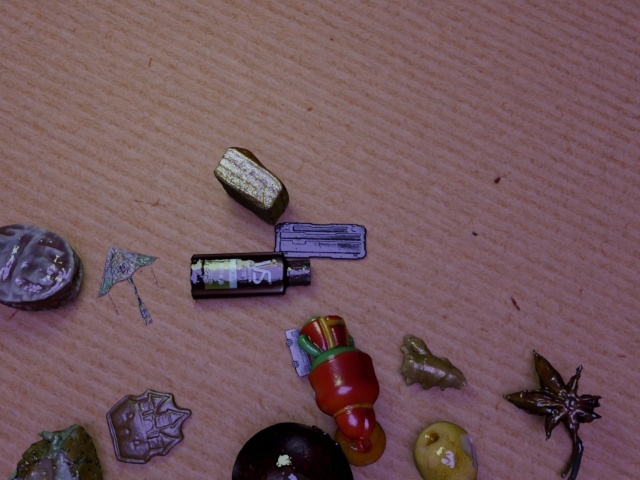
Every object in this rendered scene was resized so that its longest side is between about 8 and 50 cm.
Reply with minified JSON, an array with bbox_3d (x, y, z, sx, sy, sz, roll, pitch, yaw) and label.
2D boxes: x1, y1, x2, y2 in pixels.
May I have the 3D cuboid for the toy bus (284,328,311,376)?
[{"bbox_3d":[-0.060,0.302,1.626,0.052,0.037,0.131,-16,81,-7],"label":"toy bus"}]

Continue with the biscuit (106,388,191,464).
[{"bbox_3d":[-0.445,0.482,1.577,0.215,0.034,0.182,-17,81,-5],"label":"biscuit"}]

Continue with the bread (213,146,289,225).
[{"bbox_3d":[-0.177,-0.146,1.608,0.184,0.234,0.111,35,82,4],"label":"bread"}]

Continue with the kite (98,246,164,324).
[{"bbox_3d":[-0.520,0.117,1.659,0.198,0.006,0.244,-31,81,-8],"label":"kite"}]

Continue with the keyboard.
[{"bbox_3d":[0.000,0.000,1.697,0.262,0.016,0.106,1,79,-3],"label":"keyboard"}]

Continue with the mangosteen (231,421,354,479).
[{"bbox_3d":[-0.079,0.610,1.422,0.306,0.307,0.347,32,62,4],"label":"mangosteen"}]

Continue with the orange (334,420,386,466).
[{"bbox_3d":[0.104,0.517,1.548,0.135,0.118,0.136,-13,41,11],"label":"orange"}]

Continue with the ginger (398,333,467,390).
[{"bbox_3d":[0.290,0.347,1.609,0.205,0.081,0.115,35,48,13],"label":"ginger"}]

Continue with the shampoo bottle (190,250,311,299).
[{"bbox_3d":[-0.188,0.094,1.638,0.322,0.084,0.129,-1,82,-3],"label":"shampoo bottle"}]

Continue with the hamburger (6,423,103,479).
[{"bbox_3d":[-0.638,0.590,1.483,0.167,0.192,0.288,-12,105,1],"label":"hamburger"}]

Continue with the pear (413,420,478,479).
[{"bbox_3d":[0.326,0.557,1.532,0.177,0.178,0.178,0,79,-2],"label":"pear"}]

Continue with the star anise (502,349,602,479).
[{"bbox_3d":[0.620,0.462,1.575,0.237,0.148,0.347,-16,82,17],"label":"star anise"}]

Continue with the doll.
[{"bbox_3d":[0.060,0.356,1.517,0.160,0.182,0.363,-38,55,33],"label":"doll"}]

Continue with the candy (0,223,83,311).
[{"bbox_3d":[-0.772,0.075,1.583,0.289,0.157,0.215,14,65,7],"label":"candy"}]
